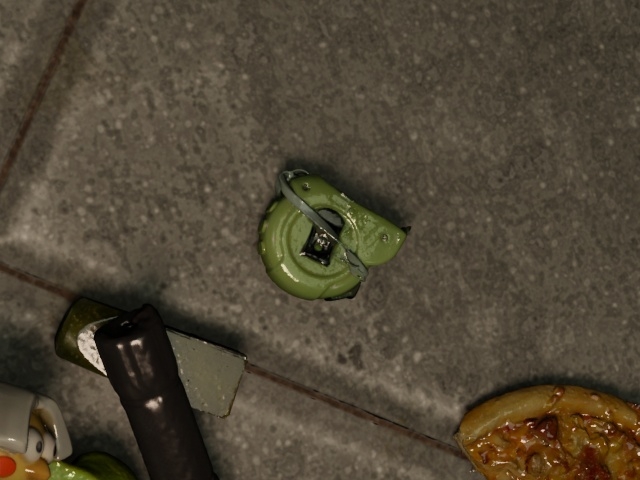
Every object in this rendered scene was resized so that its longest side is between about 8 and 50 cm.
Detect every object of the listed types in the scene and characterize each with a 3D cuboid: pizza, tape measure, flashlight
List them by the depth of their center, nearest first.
[{"bbox_3d":[-0.159,0.271,1.322,0.103,0.103,0.424,-21,108,-14],"label":"flashlight"},{"bbox_3d":[0.000,0.000,1.424,0.177,0.087,0.154,33,82,-9],"label":"tape measure"},{"bbox_3d":[0.328,0.304,1.505,0.336,0.086,0.226,11,84,-16],"label":"pizza"}]

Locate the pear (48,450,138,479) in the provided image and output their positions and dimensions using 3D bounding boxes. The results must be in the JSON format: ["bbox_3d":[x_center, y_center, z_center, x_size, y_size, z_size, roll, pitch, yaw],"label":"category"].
[{"bbox_3d":[-0.322,0.358,1.288,0.286,0.176,0.281,30,74,6],"label":"pear"}]

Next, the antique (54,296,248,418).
[{"bbox_3d":[-0.206,0.137,1.370,0.221,0.080,0.081,21,85,-14],"label":"antique"}]

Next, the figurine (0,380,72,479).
[{"bbox_3d":[-0.342,0.258,1.145,0.133,0.176,0.236,6,74,12],"label":"figurine"}]
